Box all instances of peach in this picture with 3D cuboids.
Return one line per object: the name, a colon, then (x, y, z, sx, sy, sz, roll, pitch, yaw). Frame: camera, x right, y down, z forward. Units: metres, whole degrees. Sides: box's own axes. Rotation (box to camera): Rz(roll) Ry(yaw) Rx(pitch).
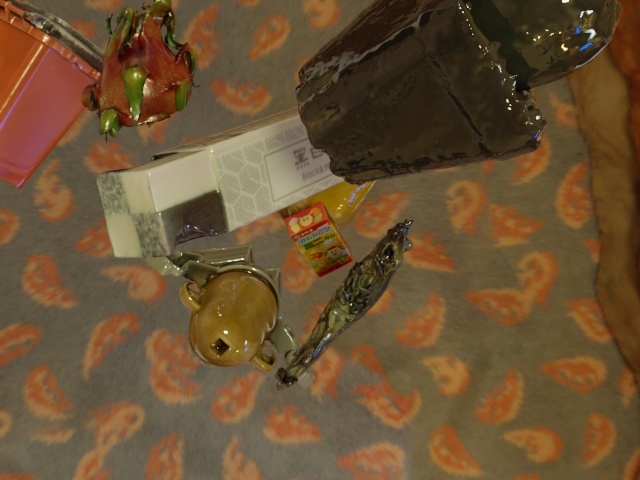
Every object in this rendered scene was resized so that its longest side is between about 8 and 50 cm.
peach: (0.028, -0.119, 1.704, 0.153, 0.251, 0.251, 41, 87, -12)

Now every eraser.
eraser: (-0.061, -0.086, 1.164, 0.404, 0.098, 0.096, -27, 109, -46)

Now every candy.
candy: (0.000, 0.000, 1.510, 0.062, 0.122, 0.038, -26, 51, 6)

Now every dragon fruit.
dragon fruit: (-0.215, -0.206, 1.232, 0.138, 0.142, 0.175, 0, 98, 0)

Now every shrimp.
shrimp: (0.023, 0.091, 1.221, 0.051, 0.198, 0.262, 38, 130, 1)

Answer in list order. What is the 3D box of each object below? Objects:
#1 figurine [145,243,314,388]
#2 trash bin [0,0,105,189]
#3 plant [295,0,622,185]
figurine: (-0.151, 0.121, 1.816, 0.343, 0.285, 0.167, 19, 109, -7)
trash bin: (-0.432, -0.210, 1.456, 0.161, 0.184, 0.238, 30, 85, 33)
plant: (0.107, -0.140, 0.803, 0.256, 0.164, 0.142, -29, 118, 21)
